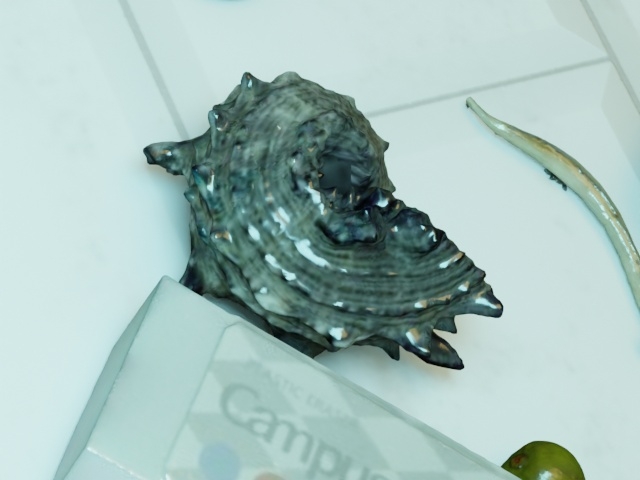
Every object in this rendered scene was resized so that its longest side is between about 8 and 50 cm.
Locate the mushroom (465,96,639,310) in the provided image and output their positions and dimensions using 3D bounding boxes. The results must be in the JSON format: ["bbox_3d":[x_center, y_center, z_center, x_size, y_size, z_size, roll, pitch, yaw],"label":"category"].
[{"bbox_3d":[0.245,-0.020,1.801,0.306,0.043,0.068,55,28,9],"label":"mushroom"}]

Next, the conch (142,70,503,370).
[{"bbox_3d":[0.007,-0.011,1.590,0.313,0.186,0.241,33,36,6],"label":"conch"}]

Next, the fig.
[{"bbox_3d":[0.188,0.209,1.624,0.088,0.074,0.074,44,50,-25],"label":"fig"}]

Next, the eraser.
[{"bbox_3d":[0.000,0.215,1.503,0.396,0.082,0.213,32,53,-12],"label":"eraser"}]
